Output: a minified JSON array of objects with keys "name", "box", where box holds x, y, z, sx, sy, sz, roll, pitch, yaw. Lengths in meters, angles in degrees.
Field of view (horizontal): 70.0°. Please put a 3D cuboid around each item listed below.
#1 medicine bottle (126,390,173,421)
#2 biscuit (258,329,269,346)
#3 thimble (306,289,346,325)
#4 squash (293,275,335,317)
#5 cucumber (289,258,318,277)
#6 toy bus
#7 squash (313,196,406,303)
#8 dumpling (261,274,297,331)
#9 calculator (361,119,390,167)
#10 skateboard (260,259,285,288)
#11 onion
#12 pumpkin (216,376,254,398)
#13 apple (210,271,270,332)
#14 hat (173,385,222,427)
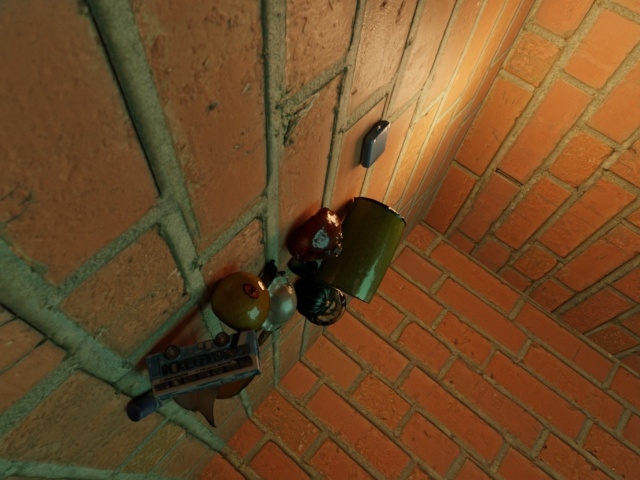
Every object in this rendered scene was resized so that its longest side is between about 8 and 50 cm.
[{"name":"medicine bottle","box":[-0.499,0.488,1.432,0.059,0.059,0.231,-58,165,19]},{"name":"biscuit","box":[-0.204,0.357,1.986,0.225,0.036,0.166,-57,173,-34]},{"name":"thimble","box":[0.017,0.307,2.275,0.237,0.237,0.150,-52,170,-2]},{"name":"squash","box":[-0.030,0.242,2.044,0.218,0.172,0.218,-41,158,-20]},{"name":"cucumber","box":[-0.061,0.096,1.814,0.115,0.086,0.193,-50,159,-2]},{"name":"toy bus","box":[-0.314,0.337,1.255,0.298,0.130,0.106,-14,157,-7]},{"name":"squash","box":[0.171,0.042,1.887,0.384,0.263,0.263,-64,166,-6]},{"name":"dumpling","box":[-0.177,0.235,1.676,0.173,0.142,0.246,-33,134,-44]},{"name":"calculator","box":[0.195,-0.341,1.625,0.121,0.039,0.210,-49,165,-18]},{"name":"skateboard","box":[-0.194,0.138,1.547,0.151,0.067,0.080,-53,157,18]},{"name":"onion","box":[0.000,0.000,1.597,0.230,0.163,0.230,-50,174,-8]},{"name":"pumpkin","box":[-0.321,0.532,1.909,0.312,0.148,0.169,-53,163,9]},{"name":"apple","box":[-0.224,0.175,1.312,0.155,0.183,0.182,-57,168,-20]},{"name":"hat","box":[-0.361,0.436,1.379,0.161,0.275,0.231,14,90,-34]}]
